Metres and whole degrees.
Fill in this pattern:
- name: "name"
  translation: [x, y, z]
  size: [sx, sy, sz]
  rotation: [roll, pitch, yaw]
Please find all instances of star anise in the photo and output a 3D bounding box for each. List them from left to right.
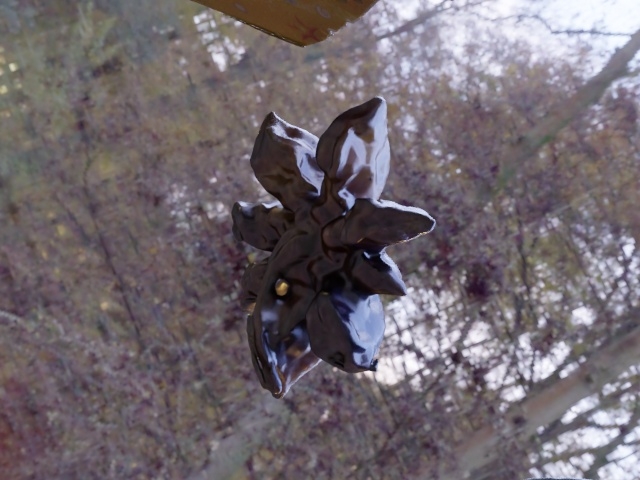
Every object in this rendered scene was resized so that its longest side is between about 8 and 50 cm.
- name: "star anise"
  translation: [0.000, 0.000, 0.470]
  size: [0.167, 0.057, 0.168]
  rotation: [-20, -117, 46]

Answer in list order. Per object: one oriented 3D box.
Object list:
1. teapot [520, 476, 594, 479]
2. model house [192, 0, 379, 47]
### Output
- name: "teapot"
  translation: [0.192, 0.226, 0.378]
  size: [0.344, 0.300, 0.253]
  rotation: [30, 35, -44]
- name: "model house"
  translation: [-0.024, -0.221, 0.470]
  size: [0.219, 0.136, 0.207]
  rotation: [25, -18, 26]
